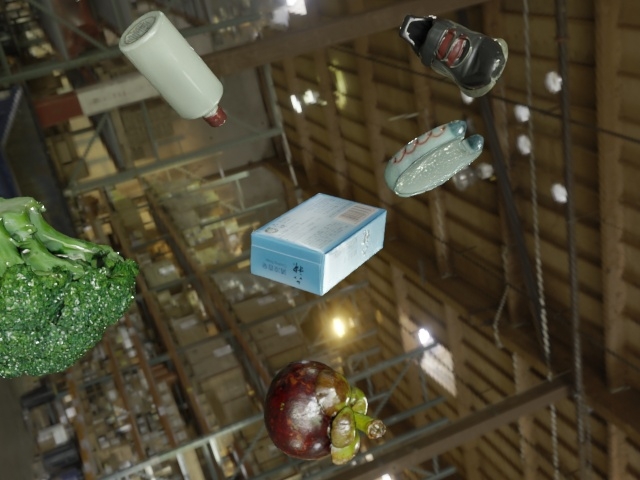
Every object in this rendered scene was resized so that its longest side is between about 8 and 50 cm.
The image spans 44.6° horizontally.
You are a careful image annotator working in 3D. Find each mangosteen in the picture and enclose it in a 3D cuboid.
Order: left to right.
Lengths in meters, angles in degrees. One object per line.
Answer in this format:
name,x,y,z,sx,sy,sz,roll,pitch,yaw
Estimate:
mangosteen,0.007,0.252,1.175,0.145,0.181,0.156,-91,164,-46

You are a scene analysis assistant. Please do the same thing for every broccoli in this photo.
broccoli,-0.382,0.059,1.066,0.294,0.265,0.245,18,-49,55

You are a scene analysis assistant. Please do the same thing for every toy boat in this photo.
toy boat,0.216,-0.168,1.546,0.134,0.208,0.079,19,44,-50

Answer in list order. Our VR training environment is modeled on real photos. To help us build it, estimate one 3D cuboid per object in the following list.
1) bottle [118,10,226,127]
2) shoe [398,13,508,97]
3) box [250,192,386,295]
bottle,-0.262,-0.307,1.469,0.245,0.104,0.104,49,1,-40
shoe,0.201,-0.298,1.221,0.099,0.112,0.227,-63,-155,16
box,0.000,0.000,1.351,0.143,0.232,0.083,16,-61,26
